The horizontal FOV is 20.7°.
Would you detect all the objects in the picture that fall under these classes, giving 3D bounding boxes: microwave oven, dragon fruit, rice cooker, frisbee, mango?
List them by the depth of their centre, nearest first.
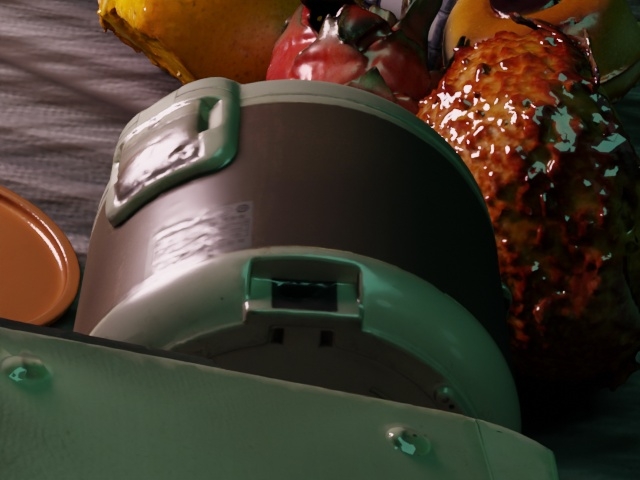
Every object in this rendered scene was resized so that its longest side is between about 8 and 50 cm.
[{"bbox_3d":[-0.081,0.267,0.844,0.333,0.394,0.247,13,33,-15],"label":"microwave oven"},{"bbox_3d":[-0.027,0.066,1.264,0.335,0.335,0.325,16,33,-11],"label":"rice cooker"},{"bbox_3d":[-0.322,0.010,1.449,0.251,0.021,0.250,15,33,-10],"label":"frisbee"},{"bbox_3d":[0.035,-0.142,1.717,0.192,0.193,0.274,21,52,-5],"label":"dragon fruit"},{"bbox_3d":[-0.073,-0.224,1.822,0.350,0.199,0.201,17,56,-34],"label":"mango"}]

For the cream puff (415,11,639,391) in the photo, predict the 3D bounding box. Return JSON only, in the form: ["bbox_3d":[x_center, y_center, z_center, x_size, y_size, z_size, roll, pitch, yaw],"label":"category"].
[{"bbox_3d":[0.184,-0.018,1.568,0.229,0.350,0.350,-24,39,3],"label":"cream puff"}]

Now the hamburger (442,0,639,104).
[{"bbox_3d":[0.229,-0.193,1.803,0.237,0.147,0.237,-14,35,10],"label":"hamburger"}]

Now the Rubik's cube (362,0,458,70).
[{"bbox_3d":[0.123,-0.308,1.996,0.237,0.238,0.237,35,34,29],"label":"Rubik's cube"}]
